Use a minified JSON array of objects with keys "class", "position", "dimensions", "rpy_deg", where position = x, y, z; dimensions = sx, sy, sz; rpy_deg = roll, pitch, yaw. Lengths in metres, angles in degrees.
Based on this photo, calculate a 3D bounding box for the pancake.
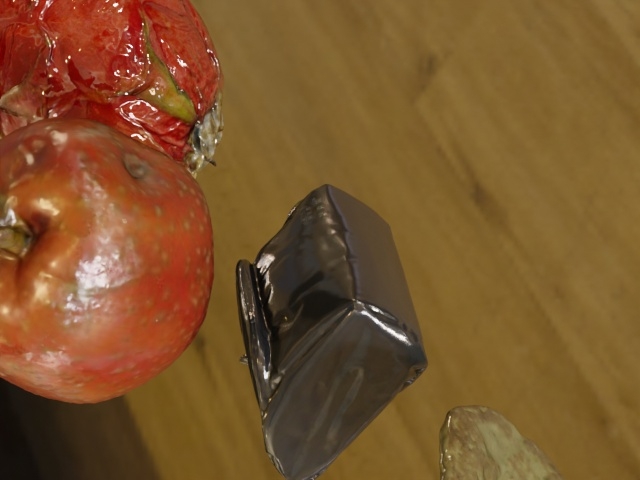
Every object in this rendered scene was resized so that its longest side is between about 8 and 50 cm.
[{"class":"pancake","position":[0.190,0.275,1.588],"dimensions":[0.042,0.222,0.236],"rpy_deg":[-38,66,35]}]

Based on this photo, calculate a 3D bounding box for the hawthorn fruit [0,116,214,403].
[{"class":"hawthorn fruit","position":[-0.237,0.017,1.468],"dimensions":[0.275,0.300,0.275],"rpy_deg":[-3,81,16]}]

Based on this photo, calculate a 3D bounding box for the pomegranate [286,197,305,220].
[{"class":"pomegranate","position":[0.000,0.000,2.400],"dimensions":[0.122,0.122,0.161],"rpy_deg":[44,119,42]}]

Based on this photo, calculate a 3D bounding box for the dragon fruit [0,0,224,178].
[{"class":"dragon fruit","position":[-0.263,-0.196,1.807],"dimensions":[0.343,0.277,0.277],"rpy_deg":[19,110,7]}]

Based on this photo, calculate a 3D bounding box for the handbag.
[{"class":"handbag","position":[-0.025,0.107,1.878],"dimensions":[0.275,0.178,0.302],"rpy_deg":[-46,28,18]}]
